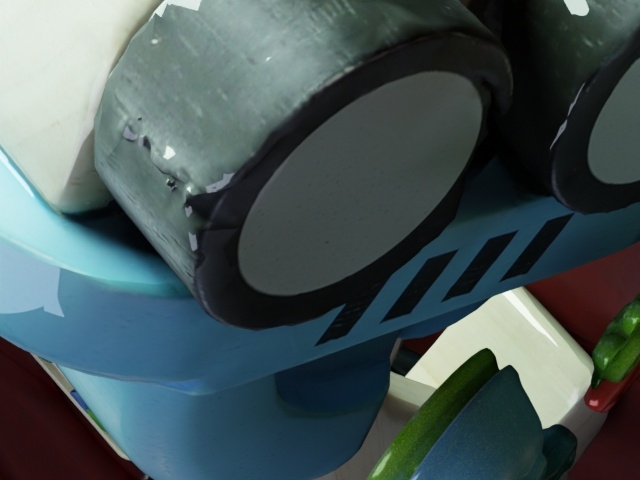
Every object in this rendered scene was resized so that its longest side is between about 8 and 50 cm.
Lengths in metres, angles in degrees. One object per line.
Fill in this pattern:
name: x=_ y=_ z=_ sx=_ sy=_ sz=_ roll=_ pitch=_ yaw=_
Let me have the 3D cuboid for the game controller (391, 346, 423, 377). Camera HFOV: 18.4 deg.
game controller: x=0.031 y=0.145 z=1.233 sx=0.166 sy=0.067 sz=0.319 roll=41 pitch=158 yaw=24

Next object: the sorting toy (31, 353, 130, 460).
sorting toy: x=-0.213 y=0.097 z=1.692 sx=0.193 sy=0.038 sz=0.208 roll=48 pitch=159 yaw=9

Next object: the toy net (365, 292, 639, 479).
toy net: x=0.071 y=0.081 z=0.748 sx=0.045 sy=0.122 sz=0.232 roll=37 pitch=166 yaw=13

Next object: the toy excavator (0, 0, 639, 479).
toy excavator: x=0.000 y=0.000 z=0.766 sx=0.222 sy=0.433 sz=0.445 roll=49 pitch=134 yaw=27
